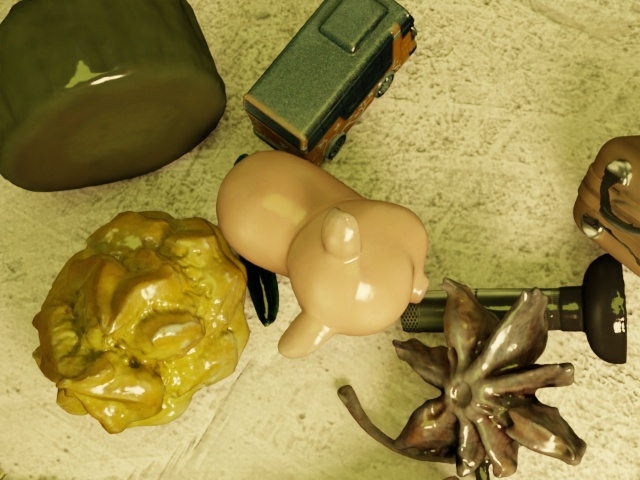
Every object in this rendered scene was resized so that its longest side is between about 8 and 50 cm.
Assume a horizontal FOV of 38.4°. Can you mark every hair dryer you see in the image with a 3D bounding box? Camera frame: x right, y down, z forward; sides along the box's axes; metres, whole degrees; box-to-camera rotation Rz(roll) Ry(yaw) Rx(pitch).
[{"bbox_3d":[0.294,0.183,1.317,0.320,0.156,0.284,-12,95,17],"label":"hair dryer"}]

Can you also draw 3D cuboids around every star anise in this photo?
[{"bbox_3d":[0.206,0.188,1.222,0.359,0.139,0.316,37,105,37],"label":"star anise"}]

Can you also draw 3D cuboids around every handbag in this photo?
[{"bbox_3d":[0.465,-0.021,1.198,0.302,0.283,0.149,49,129,43],"label":"handbag"}]

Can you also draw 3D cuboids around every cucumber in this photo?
[{"bbox_3d":[-0.103,-0.002,1.414,0.056,0.056,0.284,-11,72,4],"label":"cucumber"}]

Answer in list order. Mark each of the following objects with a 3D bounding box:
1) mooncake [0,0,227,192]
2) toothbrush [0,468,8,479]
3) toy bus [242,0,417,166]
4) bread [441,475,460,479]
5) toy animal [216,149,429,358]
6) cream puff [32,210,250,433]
[{"bbox_3d":[-0.326,-0.223,1.339,0.356,0.356,0.194,-23,74,1],"label":"mooncake"},{"bbox_3d":[-0.340,0.385,1.356,0.413,0.035,0.042,10,44,9],"label":"toothbrush"},{"bbox_3d":[0.018,-0.255,1.399,0.138,0.167,0.275,38,83,14],"label":"toy bus"},{"bbox_3d":[0.081,0.456,1.201,0.338,0.187,0.155,-29,47,0],"label":"bread"},{"bbox_3d":[0.000,0.000,1.285,0.326,0.269,0.237,24,119,2],"label":"toy animal"},{"bbox_3d":[-0.266,0.103,1.298,0.324,0.257,0.291,-39,77,5],"label":"cream puff"}]
